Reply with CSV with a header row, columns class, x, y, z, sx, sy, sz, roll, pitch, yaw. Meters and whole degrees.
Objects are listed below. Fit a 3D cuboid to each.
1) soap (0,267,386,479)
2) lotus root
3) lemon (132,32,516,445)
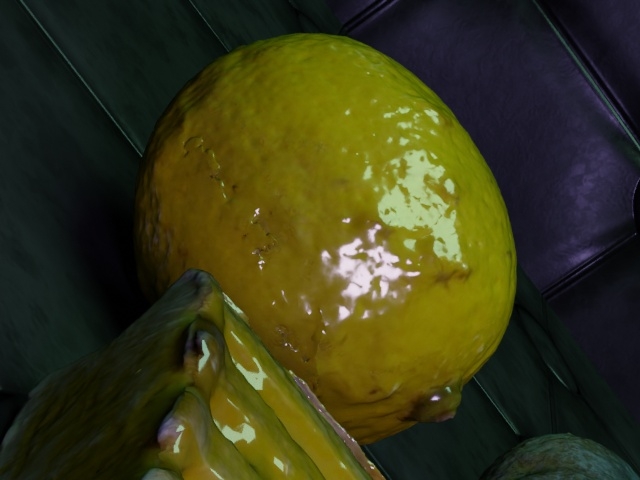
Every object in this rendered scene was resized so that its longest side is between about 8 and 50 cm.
class,x,y,z,sx,sy,sz,roll,pitch,yaw
soap,-0.012,0.210,0.872,0.335,0.156,0.293,51,17,-17
lotus root,0.200,0.262,1.468,0.175,0.175,0.349,53,13,-10
lemon,-0.001,-0.002,1.222,0.284,0.260,0.260,59,13,-2
